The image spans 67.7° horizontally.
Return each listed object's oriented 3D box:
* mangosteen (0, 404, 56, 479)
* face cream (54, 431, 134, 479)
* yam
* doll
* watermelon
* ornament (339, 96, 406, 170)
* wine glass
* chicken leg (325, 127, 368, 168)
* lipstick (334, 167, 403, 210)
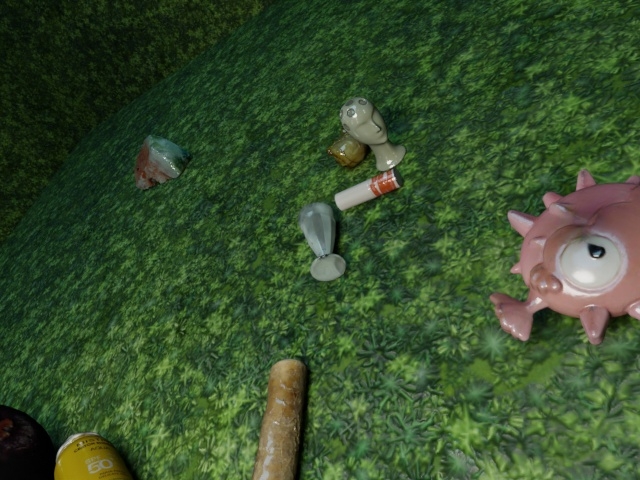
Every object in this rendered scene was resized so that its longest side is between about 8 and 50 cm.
[{"bbox_3d":[-0.650,0.465,0.889,0.302,0.275,0.275,-64,34,10],"label":"mangosteen"},{"bbox_3d":[-0.352,0.411,0.766,0.349,0.105,0.104,15,64,51],"label":"face cream"},{"bbox_3d":[-0.060,0.296,0.640,0.066,0.066,0.299,-20,40,29],"label":"yam"},{"bbox_3d":[0.309,0.016,0.544,0.262,0.093,0.211,-35,42,6],"label":"doll"},{"bbox_3d":[-0.590,-0.261,1.685,0.241,0.154,0.094,-29,36,41],"label":"watermelon"},{"bbox_3d":[0.101,-0.210,0.925,0.075,0.156,0.081,-46,35,-3],"label":"ornament"},{"bbox_3d":[0.000,0.000,0.878,0.073,0.073,0.155,-31,37,17],"label":"wine glass"},{"bbox_3d":[0.066,-0.221,1.050,0.093,0.070,0.178,1,44,23],"label":"chicken leg"},{"bbox_3d":[0.092,-0.097,0.918,0.131,0.038,0.038,-21,41,28],"label":"lipstick"}]
